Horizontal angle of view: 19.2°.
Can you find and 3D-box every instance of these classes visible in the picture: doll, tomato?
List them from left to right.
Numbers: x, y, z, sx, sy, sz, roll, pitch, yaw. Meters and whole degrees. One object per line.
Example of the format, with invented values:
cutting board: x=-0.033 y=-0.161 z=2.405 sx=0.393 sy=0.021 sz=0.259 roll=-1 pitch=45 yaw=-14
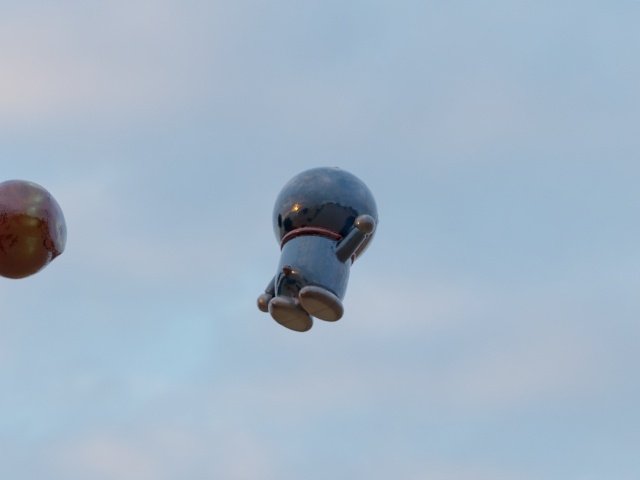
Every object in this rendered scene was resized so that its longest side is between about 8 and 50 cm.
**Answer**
tomato: x=-0.258 y=-0.011 z=1.645 sx=0.075 sy=0.087 sz=0.087 roll=2 pitch=-31 yaw=-4
doll: x=0.000 y=0.000 z=1.540 sx=0.114 sy=0.152 sz=0.085 roll=-21 pitch=-47 yaw=34
